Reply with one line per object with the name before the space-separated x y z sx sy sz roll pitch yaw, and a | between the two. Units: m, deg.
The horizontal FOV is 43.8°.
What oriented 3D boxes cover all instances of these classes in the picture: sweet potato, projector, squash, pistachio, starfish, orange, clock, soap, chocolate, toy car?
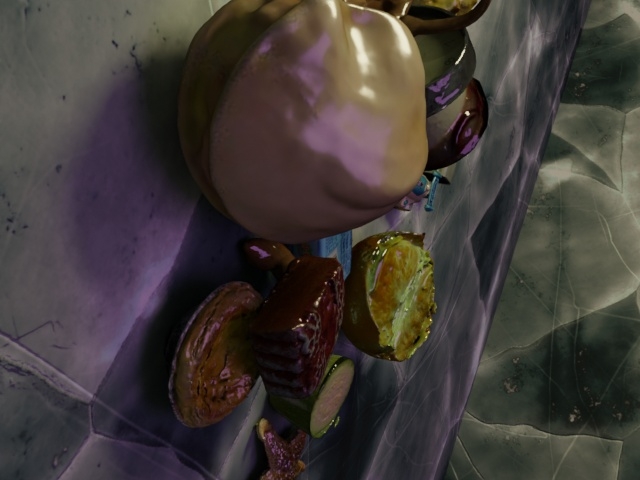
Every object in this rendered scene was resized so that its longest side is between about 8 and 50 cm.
sweet potato | -0.067 0.041 1.381 0.218 0.051 0.065 35 50 -50
projector | 0.298 -0.195 2.024 0.083 0.083 0.082 34 72 -65
squash | -0.019 0.293 1.555 0.170 0.123 0.170 -43 140 -51
pistachio | -0.012 -0.170 1.121 0.365 0.281 0.445 -52 145 -5
starfish | -0.078 0.470 1.600 0.302 0.060 0.299 -25 122 -61
orange | 0.134 0.123 1.713 0.334 0.196 0.262 37 54 -68
clock | 0.126 -0.305 1.375 0.280 0.281 0.055 -61 145 -30
soap | 0.000 0.000 1.498 0.156 0.077 0.293 -45 142 -51
chocolate | 0.166 -0.274 1.505 0.283 0.284 0.186 -64 144 -25
toy car | 0.215 -0.136 1.861 0.161 0.098 0.126 26 77 -67

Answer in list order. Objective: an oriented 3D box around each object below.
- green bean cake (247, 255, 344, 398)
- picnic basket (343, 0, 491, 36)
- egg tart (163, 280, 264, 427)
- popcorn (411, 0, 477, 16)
green bean cake | -0.028 0.122 1.275 0.232 0.097 0.198 -67 158 -44
picnic basket | 0.124 -0.436 1.253 0.337 0.337 0.293 -62 152 -28
egg tart | -0.166 0.168 1.212 0.234 0.094 0.234 -46 145 -47
popcorn | 0.227 -0.512 1.558 0.233 0.192 0.266 15 72 -70
